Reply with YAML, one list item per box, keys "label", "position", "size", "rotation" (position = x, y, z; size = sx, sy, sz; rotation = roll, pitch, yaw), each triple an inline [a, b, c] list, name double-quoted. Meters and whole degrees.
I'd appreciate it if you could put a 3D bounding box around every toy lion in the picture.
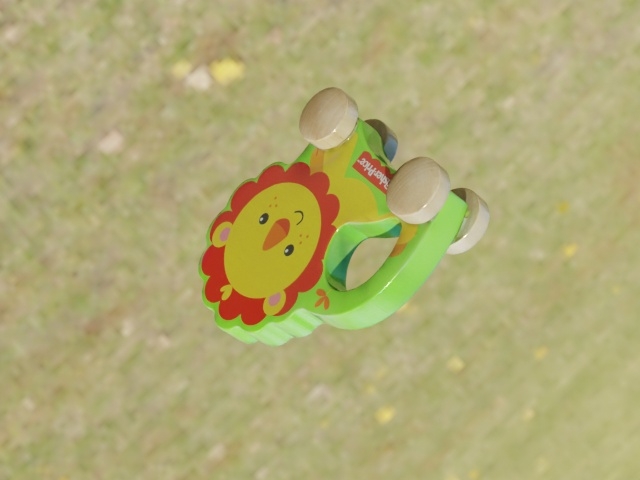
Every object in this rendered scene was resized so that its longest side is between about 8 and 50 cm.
- label: "toy lion"
  position: [0.000, 0.000, 0.693]
  size: [0.034, 0.100, 0.096]
  rotation: [34, 94, -41]
